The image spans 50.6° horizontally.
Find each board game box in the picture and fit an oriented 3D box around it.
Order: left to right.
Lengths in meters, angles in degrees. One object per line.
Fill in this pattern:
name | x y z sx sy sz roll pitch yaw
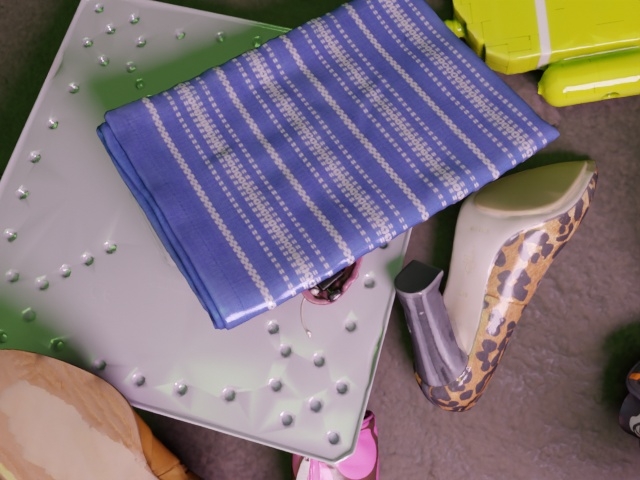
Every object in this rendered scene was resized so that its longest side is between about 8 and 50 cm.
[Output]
board game box | -0.109 -0.033 0.651 0.390 0.050 0.389 14 74 8

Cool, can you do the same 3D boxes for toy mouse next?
toy mouse | 0.000 0.000 0.589 0.143 0.031 0.161 -18 70 -2

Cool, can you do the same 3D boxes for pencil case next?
pencil case | 0.011 0.270 0.648 0.095 0.098 0.209 -6 87 18

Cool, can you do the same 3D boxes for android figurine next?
android figurine | 0.240 -0.253 0.649 0.273 0.056 0.248 -8 82 12

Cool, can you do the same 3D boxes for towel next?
towel | 0.000 -0.097 0.592 0.336 0.040 0.243 -30 64 -12

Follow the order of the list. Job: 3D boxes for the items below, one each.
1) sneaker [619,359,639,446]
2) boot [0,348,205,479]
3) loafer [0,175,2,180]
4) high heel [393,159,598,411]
sneaker | 0.322 0.202 0.547 0.180 0.321 0.124 9 130 44
boot | -0.197 0.213 0.600 0.295 0.211 0.104 38 56 -15
loafer | -0.323 -0.041 0.726 0.148 0.056 0.050 17 97 8
high heel | 0.185 0.044 0.663 0.261 0.093 0.186 -34 127 -20
